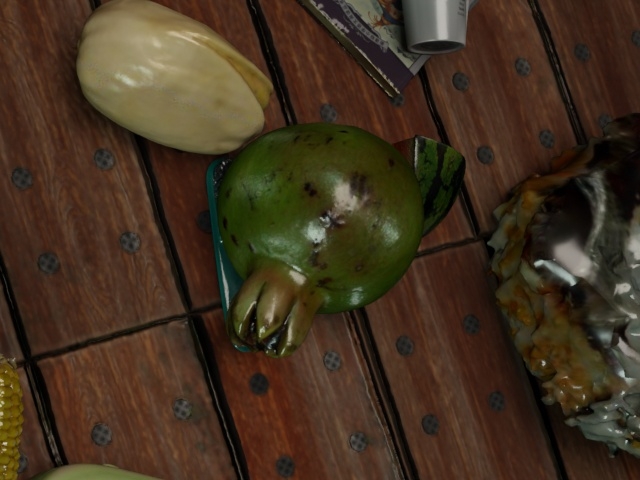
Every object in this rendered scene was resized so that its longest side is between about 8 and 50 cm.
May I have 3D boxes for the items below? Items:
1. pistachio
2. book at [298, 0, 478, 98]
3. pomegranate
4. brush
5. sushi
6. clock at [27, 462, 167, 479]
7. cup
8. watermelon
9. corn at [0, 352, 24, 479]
[{"bbox_3d":[-0.136,-0.149,1.558,0.200,0.145,0.117,29,66,-22],"label":"pistachio"},{"bbox_3d":[0.092,-0.282,1.766,0.157,0.026,0.231,45,63,-9],"label":"book"},{"bbox_3d":[-0.003,-0.014,1.558,0.241,0.159,0.190,-28,101,-38],"label":"pomegranate"},{"bbox_3d":[-0.079,0.011,1.610,0.043,0.032,0.193,-2,77,-26],"label":"brush"},{"bbox_3d":[0.377,0.063,1.737,0.417,0.176,0.417,11,66,-27],"label":"sushi"},{"bbox_3d":[-0.172,0.358,1.437,0.235,0.096,0.308,20,68,-26],"label":"clock"},{"bbox_3d":[0.126,-0.255,1.734,0.104,0.074,0.116,7,78,-56],"label":"cup"},{"bbox_3d":[0.093,-0.070,1.684,0.094,0.135,0.125,35,63,26],"label":"watermelon"},{"bbox_3d":[-0.311,0.236,1.412,0.106,0.106,0.293,11,77,-23],"label":"corn"}]
